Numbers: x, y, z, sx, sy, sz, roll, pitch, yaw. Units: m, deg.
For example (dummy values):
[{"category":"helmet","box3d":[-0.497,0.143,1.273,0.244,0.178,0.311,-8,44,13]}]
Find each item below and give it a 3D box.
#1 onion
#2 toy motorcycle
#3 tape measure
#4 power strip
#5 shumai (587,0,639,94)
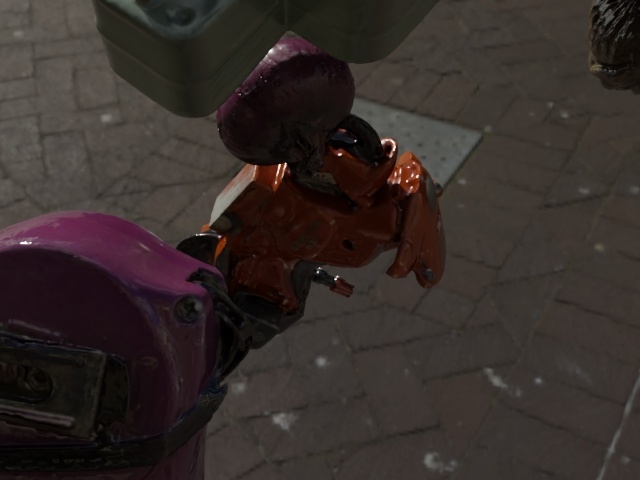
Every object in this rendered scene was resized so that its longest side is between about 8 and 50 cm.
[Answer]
[{"category":"onion","box3d":[-0.024,-0.100,0.736,0.115,0.115,0.104,-18,75,-21]},{"category":"toy motorcycle","box3d":[0.000,0.000,0.955,0.221,0.326,0.147,28,48,-20]},{"category":"tape measure","box3d":[-0.091,0.050,0.374,0.125,0.118,0.074,10,15,3]},{"category":"power strip","box3d":[-0.037,-0.218,0.624,0.229,0.141,0.261,35,69,15]},{"category":"shumai","box3d":[0.361,-0.215,0.892,0.185,0.184,0.218,31,59,-27]}]
